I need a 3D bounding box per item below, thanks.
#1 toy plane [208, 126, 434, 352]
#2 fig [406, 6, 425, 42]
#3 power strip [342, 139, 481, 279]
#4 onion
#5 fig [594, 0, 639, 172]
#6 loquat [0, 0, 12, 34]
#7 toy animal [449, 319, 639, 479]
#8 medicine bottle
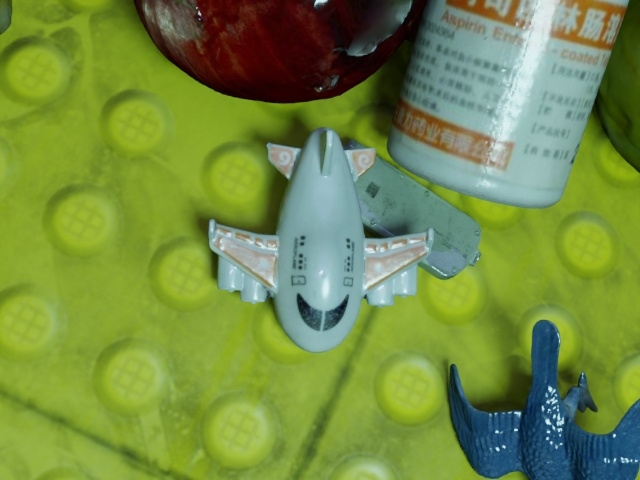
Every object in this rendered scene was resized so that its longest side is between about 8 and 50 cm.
[{"bbox_3d":[0.000,0.000,1.258,0.244,0.117,0.245,0,89,-8],"label":"toy plane"},{"bbox_3d":[0.148,-0.283,1.378,0.152,0.119,0.119,15,73,-7],"label":"fig"},{"bbox_3d":[0.085,-0.037,1.344,0.226,0.029,0.080,34,73,-2],"label":"power strip"},{"bbox_3d":[-0.031,-0.296,1.234,0.341,0.341,0.341,3,75,-11],"label":"onion"},{"bbox_3d":[0.470,-0.222,1.337,0.343,0.343,0.344,3,75,-11],"label":"fig"},{"bbox_3d":[-0.415,-0.284,1.245,0.195,0.152,0.152,37,71,-9],"label":"loquat"},{"bbox_3d":[0.248,0.215,1.249,0.176,0.239,0.255,-55,136,-45],"label":"toy animal"},{"bbox_3d":[0.216,-0.238,1.250,0.211,0.211,0.372,13,107,-9],"label":"medicine bottle"}]
